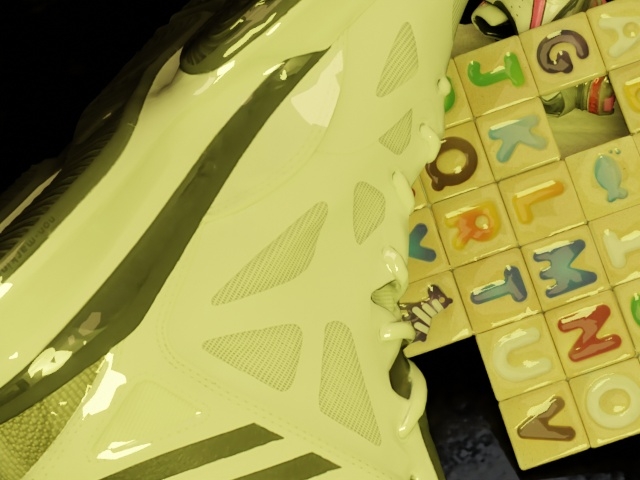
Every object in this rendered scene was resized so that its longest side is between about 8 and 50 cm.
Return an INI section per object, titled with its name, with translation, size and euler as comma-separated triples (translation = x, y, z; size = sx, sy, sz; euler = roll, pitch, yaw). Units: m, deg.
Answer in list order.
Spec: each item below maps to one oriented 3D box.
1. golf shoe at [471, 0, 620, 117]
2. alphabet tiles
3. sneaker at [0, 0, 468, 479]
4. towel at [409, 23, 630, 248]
[golf shoe]
translation = 0.134, -0.154, 1.054
size = 0.086, 0.067, 0.186
euler = -1, 52, 5
[alphabet tiles]
translation = 0.128, -0.003, 0.962
size = 0.198, 0.009, 0.237
euler = -19, 72, 5
[sneaker]
translation = -0.001, 0.000, 0.919
size = 0.447, 0.257, 0.169
euler = -48, 18, -28
[towel]
translation = 0.129, -0.053, 1.048
size = 0.282, 0.049, 0.187
euler = 1, 52, 5
